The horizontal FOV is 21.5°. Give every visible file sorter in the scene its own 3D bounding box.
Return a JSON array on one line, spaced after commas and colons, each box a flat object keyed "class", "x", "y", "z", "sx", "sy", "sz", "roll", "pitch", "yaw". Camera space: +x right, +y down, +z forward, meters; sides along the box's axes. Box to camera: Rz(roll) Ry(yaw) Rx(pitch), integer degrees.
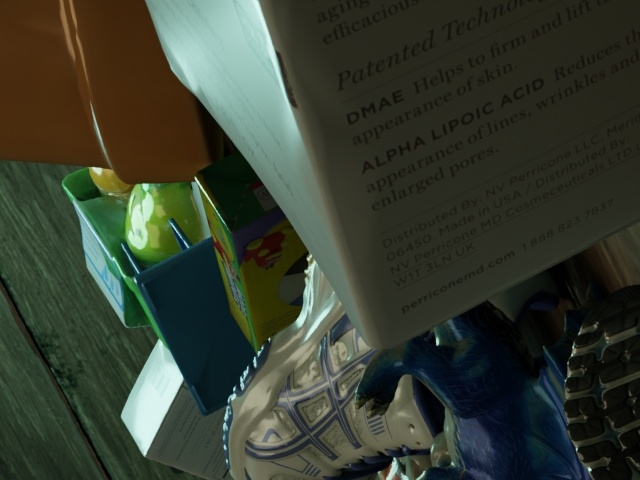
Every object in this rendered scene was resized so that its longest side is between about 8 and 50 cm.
[{"class": "file sorter", "x": -0.045, "y": 0.023, "z": 1.225, "sx": 0.118, "sy": 0.170, "sz": 0.104, "roll": 66, "pitch": 171, "yaw": -24}]

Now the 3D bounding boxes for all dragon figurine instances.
[{"class": "dragon figurine", "x": 0.101, "y": 0.075, "z": 0.803, "sx": 0.085, "sy": 0.144, "sz": 0.289, "roll": -44, "pitch": -57, "yaw": -56}]

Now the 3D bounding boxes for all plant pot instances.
[{"class": "plant pot", "x": -0.178, "y": -0.166, "z": 1.013, "sx": 0.291, "sy": 0.203, "sz": 0.291, "roll": 172, "pitch": 90, "yaw": -90}]

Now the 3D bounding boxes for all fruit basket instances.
[{"class": "fruit basket", "x": -0.168, "y": -0.089, "z": 1.565, "sx": 0.327, "sy": 0.165, "sz": 0.353, "roll": 48, "pitch": 160, "yaw": 53}]

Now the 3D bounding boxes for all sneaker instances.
[{"class": "sneaker", "x": 0.035, "y": 0.090, "z": 0.953, "sx": 0.131, "sy": 0.112, "sz": 0.296, "roll": 48, "pitch": 140, "yaw": 27}, {"class": "sneaker", "x": 0.152, "y": 0.099, "z": 0.744, "sx": 0.073, "sy": 0.063, "sz": 0.162, "roll": -11, "pitch": -92, "yaw": -68}]

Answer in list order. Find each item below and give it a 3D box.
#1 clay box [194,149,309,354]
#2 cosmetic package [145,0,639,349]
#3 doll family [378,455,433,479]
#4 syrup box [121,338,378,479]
[{"class": "clay box", "x": 0.000, "y": 0.000, "z": 1.058, "sx": 0.053, "sy": 0.127, "sz": 0.222, "roll": 57, "pitch": 170, "yaw": 26}, {"class": "cosmetic package", "x": -0.002, "y": -0.181, "z": 0.510, "sx": 0.217, "sy": 0.156, "sz": 0.385, "roll": 53, "pitch": 168, "yaw": 47}, {"class": "doll family", "x": 0.128, "y": 0.202, "z": 1.037, "sx": 0.263, "sy": 0.118, "sz": 0.163, "roll": -134, "pitch": 36, "yaw": -57}, {"class": "syrup box", "x": -0.062, "y": 0.187, "z": 1.627, "sx": 0.237, "sy": 0.096, "sz": 0.093, "roll": 23, "pitch": -171, "yaw": -27}]
